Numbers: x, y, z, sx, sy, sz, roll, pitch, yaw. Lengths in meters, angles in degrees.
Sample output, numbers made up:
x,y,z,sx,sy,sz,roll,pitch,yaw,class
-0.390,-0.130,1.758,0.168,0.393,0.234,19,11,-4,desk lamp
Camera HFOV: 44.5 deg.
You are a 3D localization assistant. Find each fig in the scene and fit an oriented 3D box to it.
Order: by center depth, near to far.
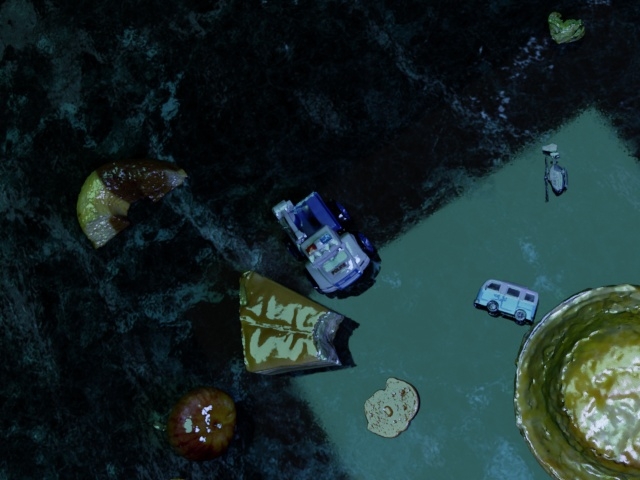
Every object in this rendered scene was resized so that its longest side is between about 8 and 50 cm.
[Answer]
x,y,z,sx,sy,sz,roll,pitch,yaw,class
-0.265,0.411,1.695,0.149,0.148,0.202,-102,33,-44,fig

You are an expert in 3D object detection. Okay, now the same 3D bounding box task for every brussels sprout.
x,y,z,sx,sy,sz,roll,pitch,yaw,class
0.531,-0.457,1.689,0.085,0.058,0.085,-4,45,4,brussels sprout

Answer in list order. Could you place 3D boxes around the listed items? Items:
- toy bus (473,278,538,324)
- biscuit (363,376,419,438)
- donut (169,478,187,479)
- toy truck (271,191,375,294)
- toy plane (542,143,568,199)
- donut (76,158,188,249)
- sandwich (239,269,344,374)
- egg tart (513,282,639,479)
x,y,z,sx,sy,sz,roll,pitch,yaw,class
0.382,0.122,1.606,0.123,0.060,0.075,18,79,17,toy bus
0.148,0.353,1.645,0.102,0.019,0.130,38,90,19,biscuit
-0.309,0.595,1.690,0.217,0.085,0.141,9,81,19,donut
0.000,0.000,1.679,0.161,0.177,0.213,-37,71,5,toy truck
0.494,-0.146,1.646,0.049,0.031,0.121,-4,80,24,toy plane
-0.483,-0.130,1.879,0.295,0.112,0.151,-36,74,5,donut
-0.057,0.162,1.674,0.198,0.155,0.227,-10,76,12,sandwich
0.574,0.285,1.454,0.443,0.178,0.443,-4,78,17,egg tart
